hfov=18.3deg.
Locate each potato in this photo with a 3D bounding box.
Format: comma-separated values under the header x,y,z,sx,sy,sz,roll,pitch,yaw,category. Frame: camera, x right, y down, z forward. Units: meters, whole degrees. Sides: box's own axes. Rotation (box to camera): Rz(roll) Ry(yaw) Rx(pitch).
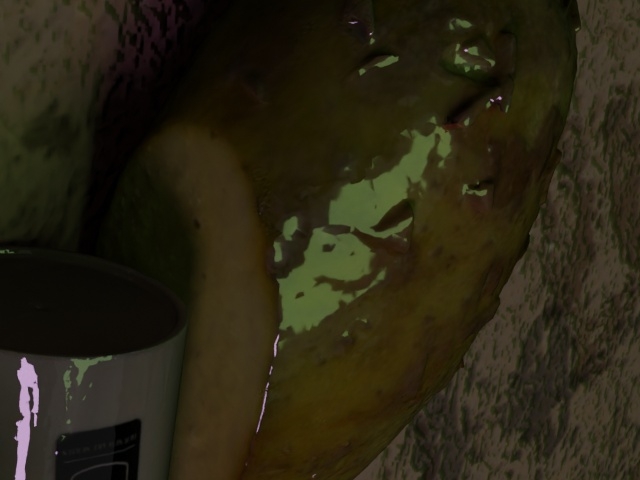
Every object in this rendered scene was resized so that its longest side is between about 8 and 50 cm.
x,y,z,sx,sy,sz,roll,pitch,yaw,category
0.000,0.000,0.780,0.176,0.141,0.298,23,92,-45,potato

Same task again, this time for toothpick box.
x,y,z,sx,sy,sz,roll,pitch,yaw,category
-0.112,0.104,0.728,0.111,0.111,0.180,-12,118,-47,toothpick box
